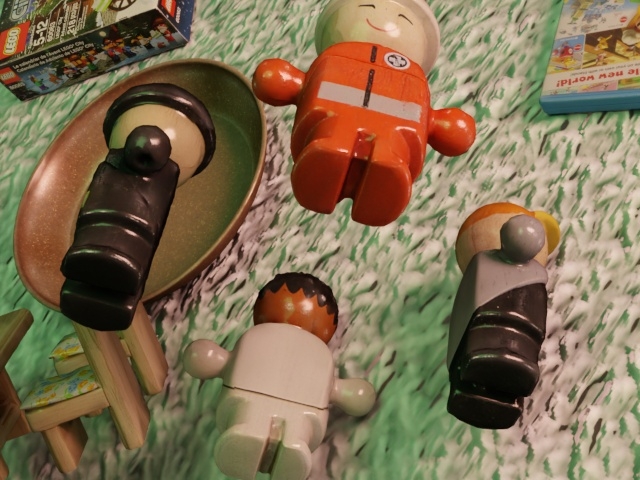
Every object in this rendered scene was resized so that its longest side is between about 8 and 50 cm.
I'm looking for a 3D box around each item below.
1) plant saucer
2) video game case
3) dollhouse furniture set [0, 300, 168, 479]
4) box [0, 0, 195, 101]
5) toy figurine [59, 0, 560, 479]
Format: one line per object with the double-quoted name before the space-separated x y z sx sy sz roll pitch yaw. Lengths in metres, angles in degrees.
"plant saucer" -0.113 -0.030 0.861 0.199 0.036 0.198 -18 50 23
"video game case" 0.198 -0.147 0.752 0.119 0.015 0.166 0 59 33
"dollhouse furniture set" -0.218 0.069 0.680 0.212 0.161 0.242 -20 14 5
"box" -0.168 -0.231 1.033 0.159 0.044 0.233 -15 52 24
"toy figurine" 0.000 0.000 0.649 0.213 0.209 0.148 -24 32 26
